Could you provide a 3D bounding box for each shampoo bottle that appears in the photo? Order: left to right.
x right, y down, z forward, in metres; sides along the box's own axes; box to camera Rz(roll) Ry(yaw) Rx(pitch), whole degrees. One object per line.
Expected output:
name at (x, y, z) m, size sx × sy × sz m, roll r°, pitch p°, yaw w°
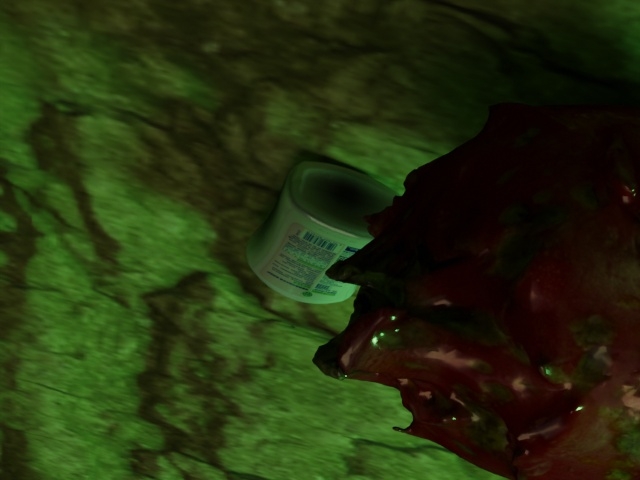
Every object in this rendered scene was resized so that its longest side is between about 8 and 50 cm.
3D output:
shampoo bottle at (0.000, 0.000, 0.865) m, size 0.072 × 0.043 × 0.099 m, roll 20°, pitch 147°, yaw -11°

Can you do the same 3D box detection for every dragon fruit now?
dragon fruit at (0.118, 0.028, 0.713) m, size 0.268 × 0.210 × 0.205 m, roll -3°, pitch 145°, yaw -23°
